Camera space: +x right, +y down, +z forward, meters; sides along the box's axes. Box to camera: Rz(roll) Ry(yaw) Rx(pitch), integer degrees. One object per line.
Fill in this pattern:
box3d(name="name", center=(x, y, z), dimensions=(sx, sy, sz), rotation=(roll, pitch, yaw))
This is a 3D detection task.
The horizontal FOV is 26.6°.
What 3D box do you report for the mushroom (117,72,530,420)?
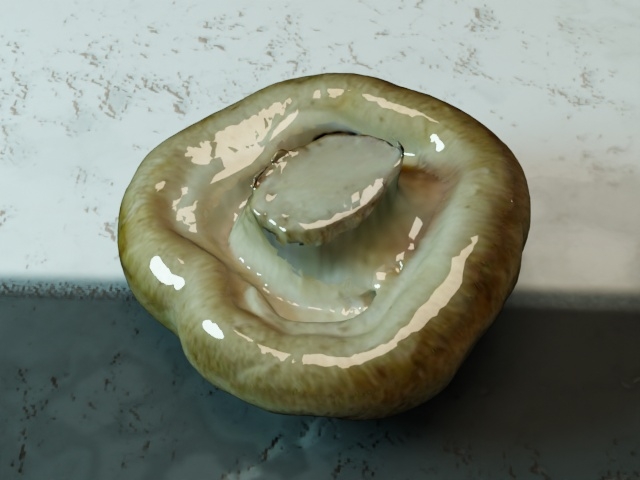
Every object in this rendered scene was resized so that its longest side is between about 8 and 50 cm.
box3d(name="mushroom", center=(0.000, 0.000, 0.890), dimensions=(0.278, 0.146, 0.278), rotation=(-5, 54, 7))
